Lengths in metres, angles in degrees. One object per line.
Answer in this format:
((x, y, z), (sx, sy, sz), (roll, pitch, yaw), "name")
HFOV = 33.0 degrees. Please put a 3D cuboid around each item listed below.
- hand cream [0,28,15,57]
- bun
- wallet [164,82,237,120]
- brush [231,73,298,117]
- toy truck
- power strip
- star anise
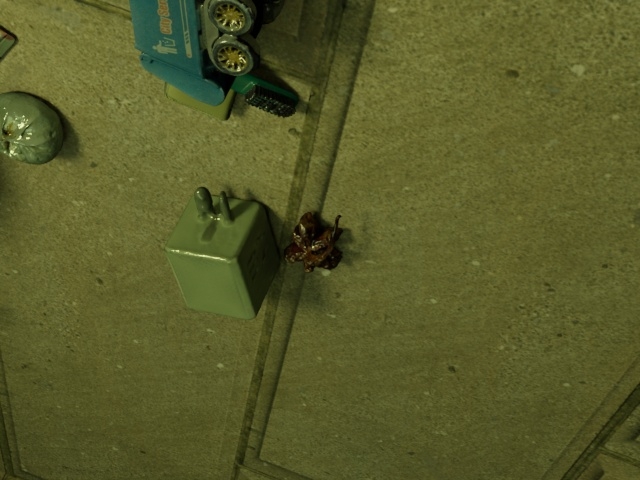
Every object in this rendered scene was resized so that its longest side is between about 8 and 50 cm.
((-0.641, -0.381, 1.670), (0.340, 0.078, 0.124), (32, 143, -25), "hand cream")
((-0.503, -0.181, 1.816), (0.140, 0.083, 0.141), (17, 142, 14), "bun")
((-0.169, -0.250, 1.586), (0.110, 0.039, 0.155), (21, 144, -4), "wallet")
((-0.113, -0.219, 1.549), (0.193, 0.032, 0.043), (19, 143, -33), "brush")
((-0.143, -0.343, 1.347), (0.175, 0.146, 0.367), (11, 137, 9), "toy truck")
((-0.169, 0.009, 1.826), (0.139, 0.140, 0.224), (10, 142, 20), "power strip")
((0.000, 0.000, 1.786), (0.097, 0.070, 0.191), (26, 142, 0), "star anise")
